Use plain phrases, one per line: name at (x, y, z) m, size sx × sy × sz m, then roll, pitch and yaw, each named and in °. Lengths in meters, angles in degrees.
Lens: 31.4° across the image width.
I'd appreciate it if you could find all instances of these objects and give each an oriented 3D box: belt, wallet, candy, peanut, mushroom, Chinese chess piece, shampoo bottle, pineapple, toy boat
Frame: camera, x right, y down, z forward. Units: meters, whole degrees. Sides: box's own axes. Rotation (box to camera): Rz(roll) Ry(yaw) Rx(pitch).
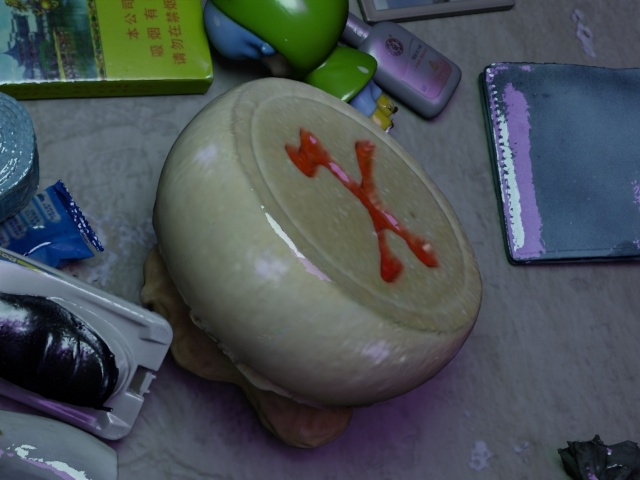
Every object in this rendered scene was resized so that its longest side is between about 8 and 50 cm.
belt at (-0.351, -0.070, 1.086) m, size 0.163 × 0.082 × 0.147 m, roll -6°, pitch 65°, yaw -15°
wallet at (0.341, -0.094, 1.384) m, size 0.290 × 0.054 × 0.251 m, roll -2°, pitch 72°, yaw -21°
candy at (-0.291, 0.006, 1.110) m, size 0.136 × 0.038 × 0.088 m, roll -31°, pitch 82°, yaw -18°
peanut at (-0.074, 0.102, 1.130) m, size 0.263 × 0.101 × 0.117 m, roll 41°, pitch 86°, yaw -7°
mushroom at (-0.327, 0.207, 0.981) m, size 0.329 × 0.122 × 0.159 m, roll 22°, pitch 61°, yaw -12°
Chinese chess piece at (0.000, 0.000, 1.097) m, size 0.338 × 0.140 × 0.338 m, roll 33°, pitch 32°, yaw -24°
shampoo bottle at (0.084, -0.214, 1.331) m, size 0.165 × 0.040 × 0.080 m, roll 34°, pitch 68°, yaw -9°
pineapple at (0.310, 0.320, 1.206) m, size 0.119 × 0.111 × 0.237 m, roll 20°, pitch 56°, yaw -47°
toy boat at (-0.276, 0.088, 1.029) m, size 0.269 × 0.141 × 0.141 m, roll 21°, pitch 66°, yaw -20°

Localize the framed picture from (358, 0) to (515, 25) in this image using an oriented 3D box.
framed picture at (0.108, -0.409, 1.421) m, size 0.213 × 0.016 × 0.289 m, roll -11°, pitch 77°, yaw -24°

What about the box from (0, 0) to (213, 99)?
box at (-0.289, -0.239, 1.190) m, size 0.335 × 0.047 × 0.187 m, roll -5°, pitch 75°, yaw -22°

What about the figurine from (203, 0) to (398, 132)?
figurine at (-0.016, -0.218, 1.238) m, size 0.263 × 0.143 × 0.162 m, roll 47°, pitch 34°, yaw -17°
